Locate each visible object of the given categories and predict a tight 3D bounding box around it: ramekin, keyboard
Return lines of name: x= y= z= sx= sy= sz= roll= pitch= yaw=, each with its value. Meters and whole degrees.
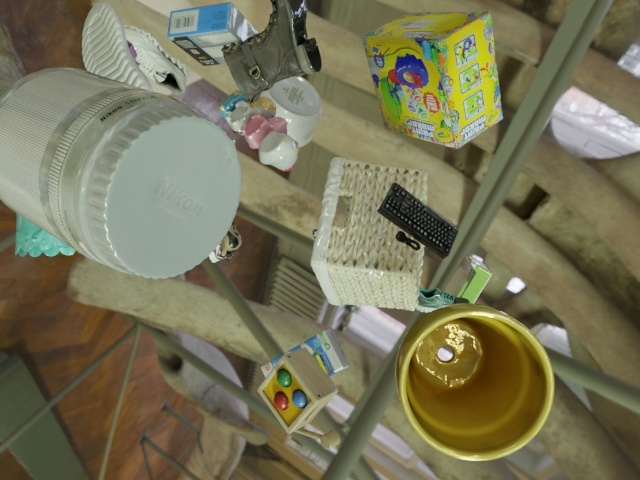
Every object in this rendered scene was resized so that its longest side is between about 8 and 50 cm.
ramekin: x=-0.118 y=-0.458 z=1.740 sx=0.273 sy=0.273 sz=0.127 roll=-45 pitch=179 yaw=-44
keyboard: x=0.200 y=-0.031 z=1.060 sx=0.108 sy=0.180 sz=0.023 roll=-60 pitch=-167 yaw=-19

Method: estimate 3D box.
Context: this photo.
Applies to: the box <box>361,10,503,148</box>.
box: x=0.293 y=-0.427 z=1.346 sx=0.177 sy=0.290 sz=0.279 roll=-34 pitch=125 yaw=-18

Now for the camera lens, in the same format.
camera lens: x=-0.267 y=-0.091 z=0.658 sx=0.219 sy=0.274 sz=0.219 roll=-36 pitch=138 yaw=-41

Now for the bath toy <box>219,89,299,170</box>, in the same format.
bath toy: x=-0.161 y=-0.319 z=1.498 sx=0.151 sy=0.348 sz=0.129 roll=-39 pitch=142 yaw=1

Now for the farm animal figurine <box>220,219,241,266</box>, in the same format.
farm animal figurine: x=-0.362 y=-0.127 z=1.501 sx=0.172 sy=0.331 sz=0.326 roll=-38 pitch=-145 yaw=60

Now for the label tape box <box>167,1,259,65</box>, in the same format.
label tape box: x=-0.344 y=-0.706 z=1.844 sx=0.334 sy=0.241 sz=0.105 roll=19 pitch=74 yaw=-68

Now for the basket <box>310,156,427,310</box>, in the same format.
basket: x=0.148 y=-0.008 z=1.410 sx=0.331 sy=0.267 sz=0.328 roll=66 pitch=32 yaw=-62

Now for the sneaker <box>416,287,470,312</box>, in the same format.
sneaker: x=0.363 y=0.179 z=1.543 sx=0.065 sy=0.167 sz=0.076 roll=-67 pitch=150 yaw=-49

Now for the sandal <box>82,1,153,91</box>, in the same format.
sandal: x=-0.562 y=-0.488 z=1.443 sx=0.169 sy=0.416 sz=0.102 roll=-36 pitch=158 yaw=23

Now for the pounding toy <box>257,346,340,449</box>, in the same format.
pounding toy: x=-0.046 y=0.384 z=1.151 sx=0.094 sy=0.206 sz=0.181 roll=-5 pitch=137 yaw=-53

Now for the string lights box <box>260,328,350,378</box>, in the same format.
string lights box: x=-0.050 y=0.408 z=1.667 sx=0.260 sy=0.133 sz=0.077 roll=-33 pitch=162 yaw=15

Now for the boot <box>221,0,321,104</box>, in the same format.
boot: x=-0.134 y=-0.458 z=1.164 sx=0.091 sy=0.229 sz=0.262 roll=-43 pitch=121 yaw=-54

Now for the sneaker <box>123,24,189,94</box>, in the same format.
sneaker: x=-0.554 y=-0.586 z=1.675 sx=0.110 sy=0.118 sz=0.292 roll=-35 pitch=138 yaw=27

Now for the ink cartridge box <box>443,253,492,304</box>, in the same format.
ink cartridge box: x=0.549 y=0.179 z=1.902 sx=0.188 sy=0.097 sz=0.255 roll=-63 pitch=179 yaw=15

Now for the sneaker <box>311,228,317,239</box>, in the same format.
sneaker: x=0.000 y=0.000 z=1.632 sx=0.032 sy=0.037 sz=0.083 roll=-31 pitch=117 yaw=-7

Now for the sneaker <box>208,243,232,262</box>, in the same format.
sneaker: x=-0.330 y=-0.002 z=1.623 sx=0.178 sy=0.077 sz=0.071 roll=72 pitch=9 yaw=-55

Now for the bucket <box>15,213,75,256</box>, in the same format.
bucket: x=-0.943 y=-0.045 z=1.835 sx=0.281 sy=0.281 sz=0.183 roll=10 pitch=74 yaw=-75

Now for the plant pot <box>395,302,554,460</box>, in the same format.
plant pot: x=0.257 y=0.234 z=0.950 sx=0.254 sy=0.254 sz=0.239 roll=-60 pitch=179 yaw=1
